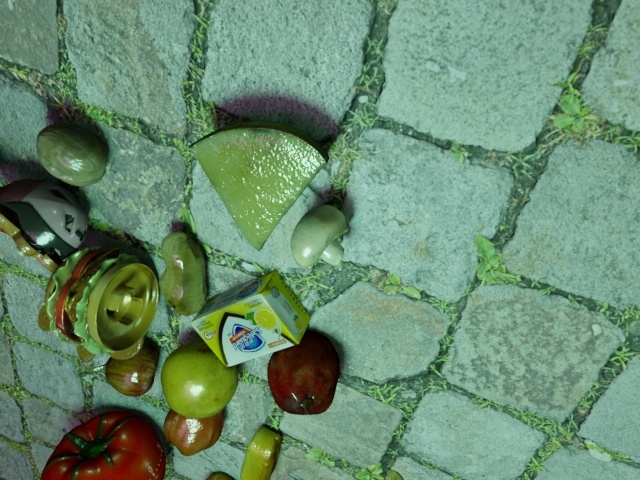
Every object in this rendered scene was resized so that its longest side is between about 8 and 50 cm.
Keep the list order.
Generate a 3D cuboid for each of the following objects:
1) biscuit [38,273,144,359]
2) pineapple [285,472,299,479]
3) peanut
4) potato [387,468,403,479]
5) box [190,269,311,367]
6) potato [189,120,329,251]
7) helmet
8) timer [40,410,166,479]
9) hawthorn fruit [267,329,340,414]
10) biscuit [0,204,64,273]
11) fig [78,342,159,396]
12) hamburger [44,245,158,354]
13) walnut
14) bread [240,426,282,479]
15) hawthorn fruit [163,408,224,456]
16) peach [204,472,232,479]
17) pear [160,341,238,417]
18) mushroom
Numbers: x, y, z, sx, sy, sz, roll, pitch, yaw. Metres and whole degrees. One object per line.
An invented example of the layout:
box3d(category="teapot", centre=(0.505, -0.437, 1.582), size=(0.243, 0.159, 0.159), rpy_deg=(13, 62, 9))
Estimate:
box3d(category="biscuit", centre=(-0.651, 0.231, 1.642), size=(0.339, 0.047, 0.216), rpy_deg=(21, 96, 11))
box3d(category="pineapple", centre=(0.037, 0.860, 1.783), size=(0.334, 0.158, 0.161), rpy_deg=(13, 165, 20))
box3d(category="peanut", centre=(-0.345, 0.084, 1.425), size=(0.120, 0.110, 0.237), rpy_deg=(19, 127, 33))
box3d(category="potato", centre=(0.219, 0.702, 1.640), size=(0.037, 0.036, 0.093), rpy_deg=(-8, 117, 31))
box3d(category="box", centre=(-0.176, 0.202, 1.438), size=(0.265, 0.097, 0.168), rpy_deg=(-22, 110, 33))
box3d(category="potato", centre=(-0.085, -0.141, 1.166), size=(0.255, 0.112, 0.269), rpy_deg=(-18, 116, 28))
box3d(category="helmet", centre=(-0.683, -0.073, 1.436), size=(0.253, 0.154, 0.198), rpy_deg=(52, 174, 25))
box3d(category="timer", centre=(-0.691, 0.748, 1.844), size=(0.377, 0.378, 0.279), rpy_deg=(-1, 118, 24))
box3d(category="hawthorn fruit", centre=(-0.034, 0.343, 1.400), size=(0.189, 0.251, 0.190), rpy_deg=(-4, 119, -7))
box3d(category="biscuit", centre=(-0.764, -0.023, 1.440), size=(0.205, 0.049, 0.324), rpy_deg=(39, 168, 49))
box3d(category="fig", centre=(-0.565, 0.382, 1.687), size=(0.201, 0.148, 0.149), rpy_deg=(-8, 127, 18))
box3d(category="hamburger", centre=(-0.572, 0.147, 1.468), size=(0.212, 0.274, 0.275), rpy_deg=(12, 126, 20))
box3d(category="walnut", centre=(-0.571, -0.199, 1.319), size=(0.162, 0.140, 0.140), rpy_deg=(46, 128, 4))
box3d(category="bread", centre=(-0.178, 0.671, 1.753), size=(0.094, 0.102, 0.246), rpy_deg=(26, 127, 14))
box3d(category="hawthorn fruit", centre=(-0.374, 0.543, 1.706), size=(0.189, 0.189, 0.189), rpy_deg=(11, 125, 16))
box3d(category="peach", centre=(-0.339, 0.862, 1.932), size=(0.138, 0.138, 0.138), rpy_deg=(11, 125, 16))
box3d(category="pear", centre=(-0.322, 0.373, 1.549), size=(0.208, 0.209, 0.209), rpy_deg=(11, 125, 16))
box3d(category="mushroom", centre=(0.000, 0.000, 1.195), size=(0.122, 0.154, 0.154), rpy_deg=(43, 128, -1))
